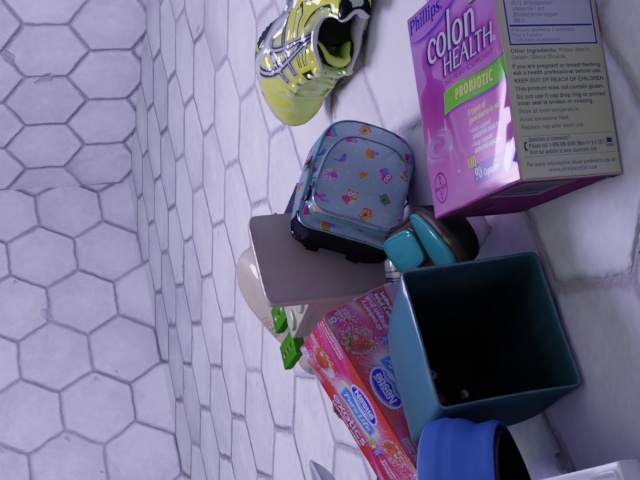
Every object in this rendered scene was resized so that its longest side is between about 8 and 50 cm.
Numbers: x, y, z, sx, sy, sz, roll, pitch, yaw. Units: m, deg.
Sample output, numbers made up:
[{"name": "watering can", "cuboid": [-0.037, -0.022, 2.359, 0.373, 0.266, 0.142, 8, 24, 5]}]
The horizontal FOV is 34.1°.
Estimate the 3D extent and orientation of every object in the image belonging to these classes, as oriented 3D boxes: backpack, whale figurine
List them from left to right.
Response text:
[{"name": "whale figurine", "cuboid": [-0.044, 0.118, 1.973, 0.272, 0.141, 0.216, 58, 159, 3]}, {"name": "backpack", "cuboid": [0.052, -0.081, 1.510, 0.144, 0.165, 0.188, 118, 166, -64]}]

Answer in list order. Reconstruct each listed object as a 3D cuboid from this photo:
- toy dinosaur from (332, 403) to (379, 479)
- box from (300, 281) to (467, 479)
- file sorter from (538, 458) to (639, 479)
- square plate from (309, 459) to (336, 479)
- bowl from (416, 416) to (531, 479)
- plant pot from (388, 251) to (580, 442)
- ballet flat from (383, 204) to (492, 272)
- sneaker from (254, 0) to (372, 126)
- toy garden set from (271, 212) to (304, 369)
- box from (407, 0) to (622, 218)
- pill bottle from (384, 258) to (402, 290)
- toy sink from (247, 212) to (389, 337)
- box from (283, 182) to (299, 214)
[{"name": "toy dinosaur", "cuboid": [0.114, 0.319, 1.556, 0.313, 0.121, 0.160, 62, -167, -52]}, {"name": "box", "cuboid": [0.097, 0.205, 1.411, 0.257, 0.122, 0.128, 58, 153, 15]}, {"name": "file sorter", "cuboid": [0.299, 0.321, 0.861, 0.193, 0.173, 0.278, 132, 130, -64]}, {"name": "square plate", "cuboid": [0.075, 0.586, 1.727, 0.344, 0.049, 0.347, -134, 31, -61]}, {"name": "bowl", "cuboid": [0.192, 0.368, 1.060, 0.391, 0.077, 0.391, -16, -90, -76]}, {"name": "plant pot", "cuboid": [0.169, 0.148, 1.244, 0.234, 0.165, 0.166, 107, 152, -61]}, {"name": "ballet flat", "cuboid": [0.153, -0.012, 1.323, 0.095, 0.096, 0.280, 59, 170, -5]}, {"name": "sneaker", "cuboid": [-0.015, -0.306, 1.708, 0.385, 0.145, 0.147, 110, 150, -54]}, {"name": "toy garden set", "cuboid": [-0.047, 0.072, 1.756, 0.204, 0.049, 0.244, 119, 140, -65]}, {"name": "box", "cuboid": [0.200, -0.162, 1.129, 0.213, 0.117, 0.243, 154, 110, -71]}, {"name": "pill bottle", "cuboid": [0.128, 0.083, 1.487, 0.067, 0.067, 0.120, 175, 90, -72]}, {"name": "toy sink", "cuboid": [0.003, 0.052, 1.595, 0.131, 0.234, 0.153, 113, 146, -54]}, {"name": "box", "cuboid": [0.000, 0.000, 1.813, 0.158, 0.093, 0.156, 117, 143, -59]}]
